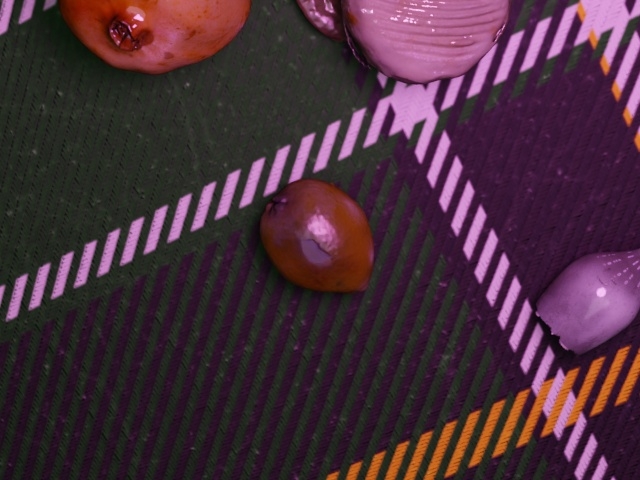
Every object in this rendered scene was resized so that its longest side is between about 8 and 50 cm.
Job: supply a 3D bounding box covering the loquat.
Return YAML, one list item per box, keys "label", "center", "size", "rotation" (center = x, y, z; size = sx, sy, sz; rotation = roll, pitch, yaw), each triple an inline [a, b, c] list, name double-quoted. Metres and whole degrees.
- label: "loquat"
  center: [0.000, 0.000, 1.704]
  size: [0.152, 0.152, 0.195]
  rotation: [-41, 109, 14]

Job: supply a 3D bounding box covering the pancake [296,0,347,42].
- label: "pancake"
  center: [0.077, -0.375, 1.631]
  size: [0.236, 0.042, 0.222]
  rotation: [-18, 108, 7]

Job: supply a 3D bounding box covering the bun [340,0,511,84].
- label: "bun"
  center: [0.134, -0.323, 1.558]
  size: [0.239, 0.141, 0.239]
  rotation: [-5, 117, -9]

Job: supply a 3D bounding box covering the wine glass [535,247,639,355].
- label: "wine glass"
  center: [0.432, 0.056, 1.704]
  size: [0.241, 0.126, 0.126]
  rotation: [-42, 101, 11]

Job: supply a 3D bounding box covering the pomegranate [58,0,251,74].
- label: "pomegranate"
  center: [-0.218, -0.339, 1.549]
  size: [0.264, 0.264, 0.264]
  rotation: [1, 107, 3]
